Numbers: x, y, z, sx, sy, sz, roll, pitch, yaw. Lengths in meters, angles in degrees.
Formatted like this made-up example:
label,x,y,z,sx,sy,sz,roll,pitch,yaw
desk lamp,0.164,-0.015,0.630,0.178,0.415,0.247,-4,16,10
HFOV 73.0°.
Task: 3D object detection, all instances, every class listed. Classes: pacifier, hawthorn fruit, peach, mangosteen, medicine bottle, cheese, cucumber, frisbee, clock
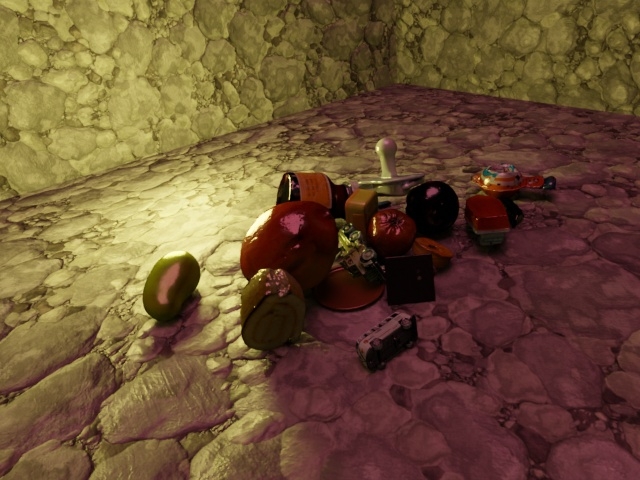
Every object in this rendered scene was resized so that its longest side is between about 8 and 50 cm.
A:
label,x,y,z,sx,sy,sz,roll,pitch,yaw
pacifier,0.274,-0.283,1.665,0.238,0.226,0.287,-17,16,-26
hawthorn fruit,0.250,-0.014,1.566,0.178,0.200,0.179,5,57,-8
peach,-0.094,0.024,1.410,0.372,0.290,0.372,-21,-6,-2
mangosteen,0.426,-0.133,1.702,0.211,0.212,0.250,-11,13,-5
medicine bottle,0.025,-0.155,1.784,0.394,0.243,0.242,2,26,-23
cheese,0.828,-0.254,1.862,0.328,0.130,0.217,8,36,25
cucumber,0.772,-0.119,1.737,0.070,0.046,0.220,1,31,0
frisbee,0.093,0.155,1.465,0.250,0.021,0.251,-5,31,3
clock,0.162,-0.085,1.668,0.096,0.203,0.143,12,36,28

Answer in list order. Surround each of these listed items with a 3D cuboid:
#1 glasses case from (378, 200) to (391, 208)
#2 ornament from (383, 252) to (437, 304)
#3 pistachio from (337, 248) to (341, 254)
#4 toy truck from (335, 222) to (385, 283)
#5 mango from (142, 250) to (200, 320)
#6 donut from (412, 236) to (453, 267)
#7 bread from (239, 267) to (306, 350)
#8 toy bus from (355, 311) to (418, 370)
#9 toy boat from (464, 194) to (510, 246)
label,x,y,z,sx,sy,sz,roll,pitch,yaw
glasses case,0.274,-0.158,1.939,0.083,0.023,0.033,-15,26,-14
ornament,0.292,0.109,1.445,0.166,0.154,0.196,-5,7,4
pistachio,-0.003,0.001,1.666,0.189,0.100,0.110,20,37,36
toy truck,0.125,0.061,1.505,0.135,0.128,0.259,-39,36,0
mango,-0.519,0.156,1.504,0.175,0.143,0.293,1,42,4
donut,0.384,0.042,1.496,0.151,0.058,0.152,22,17,-7
bread,-0.135,0.192,1.247,0.185,0.257,0.124,4,35,-21
toy bus,0.178,0.273,1.190,0.193,0.087,0.089,-28,29,-29
toy boat,0.623,-0.076,1.632,0.145,0.133,0.332,-6,20,13
